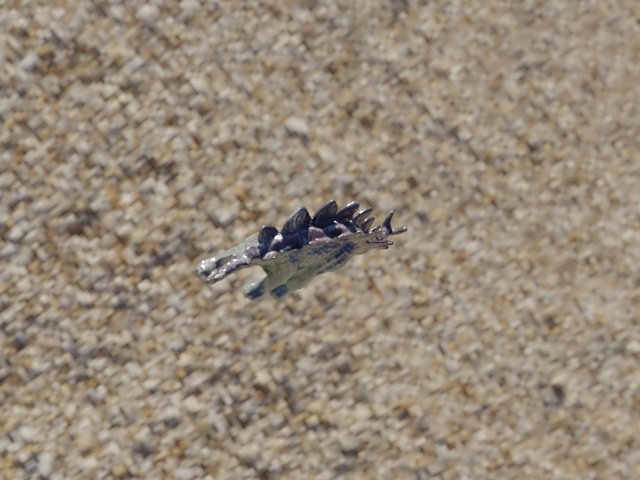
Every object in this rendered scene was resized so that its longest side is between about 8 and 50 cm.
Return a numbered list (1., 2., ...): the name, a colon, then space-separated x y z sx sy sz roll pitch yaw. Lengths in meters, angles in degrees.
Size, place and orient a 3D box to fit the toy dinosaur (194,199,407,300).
1. toy dinosaur: 0.001 0.002 1.015 0.209 0.082 0.039 -16 77 -55
